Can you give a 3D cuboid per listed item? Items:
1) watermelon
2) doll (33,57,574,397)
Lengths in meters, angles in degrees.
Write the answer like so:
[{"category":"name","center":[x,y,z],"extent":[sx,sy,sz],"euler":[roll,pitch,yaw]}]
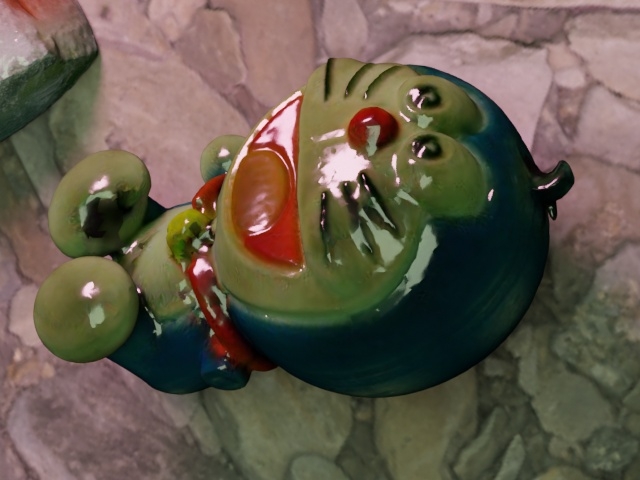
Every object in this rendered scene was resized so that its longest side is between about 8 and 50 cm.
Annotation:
[{"category":"watermelon","center":[-0.261,-0.182,1.281],"extent":[0.154,0.094,0.241],"euler":[-28,79,1]},{"category":"doll","center":[0.000,0.001,1.165],"extent":[0.322,0.186,0.198],"euler":[-12,53,27]}]
